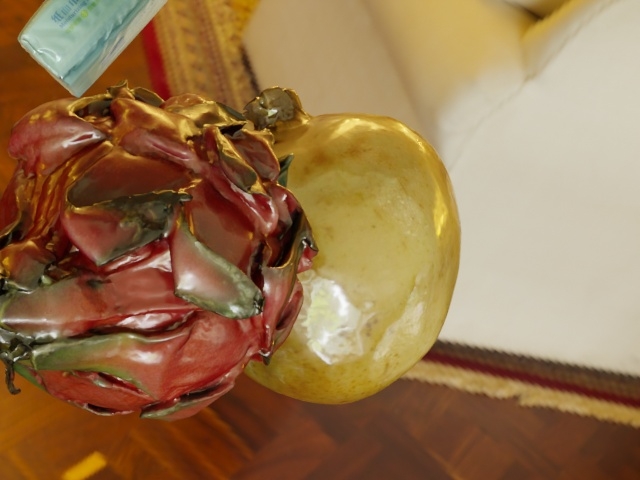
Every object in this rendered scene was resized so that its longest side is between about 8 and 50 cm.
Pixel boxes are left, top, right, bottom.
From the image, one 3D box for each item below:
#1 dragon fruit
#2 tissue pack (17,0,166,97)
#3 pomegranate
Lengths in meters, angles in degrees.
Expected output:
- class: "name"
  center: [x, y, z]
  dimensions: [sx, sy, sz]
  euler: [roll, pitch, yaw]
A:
- class: "dragon fruit"
  center: [-0.135, 0.010, 0.861]
  dimensions: [0.234, 0.234, 0.293]
  euler: [47, 30, 24]
- class: "tissue pack"
  center: [-0.211, -0.281, 1.443]
  dimensions: [0.089, 0.263, 0.177]
  euler: [40, -4, -7]
- class: "pomegranate"
  center: [0.005, 0.018, 1.288]
  dimensions: [0.307, 0.307, 0.307]
  euler: [21, 33, -15]
